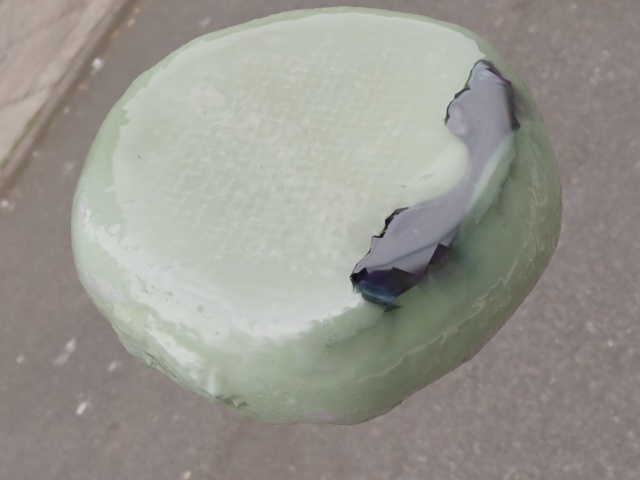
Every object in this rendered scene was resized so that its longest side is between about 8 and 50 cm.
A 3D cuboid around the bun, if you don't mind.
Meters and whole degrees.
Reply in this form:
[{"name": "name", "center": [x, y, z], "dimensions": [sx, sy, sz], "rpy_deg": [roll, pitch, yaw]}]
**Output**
[{"name": "bun", "center": [0.000, 0.000, 0.757], "dimensions": [0.293, 0.187, 0.293], "rpy_deg": [-5, 45, 5]}]
